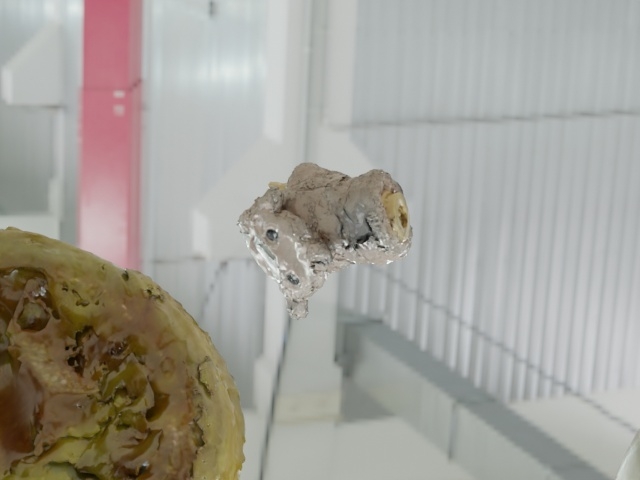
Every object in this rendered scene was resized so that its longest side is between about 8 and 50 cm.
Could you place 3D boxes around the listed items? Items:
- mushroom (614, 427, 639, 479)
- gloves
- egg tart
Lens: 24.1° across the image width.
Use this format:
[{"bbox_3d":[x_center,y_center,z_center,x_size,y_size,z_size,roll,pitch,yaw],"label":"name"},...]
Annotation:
[{"bbox_3d":[0.411,0.232,1.319,0.293,0.292,0.290,9,-153,19],"label":"mushroom"},{"bbox_3d":[0.001,-0.009,1.213,0.144,0.110,0.094,-32,-176,25],"label":"gloves"},{"bbox_3d":[-0.185,0.124,0.828,0.290,0.115,0.290,1,-125,-1],"label":"egg tart"}]
